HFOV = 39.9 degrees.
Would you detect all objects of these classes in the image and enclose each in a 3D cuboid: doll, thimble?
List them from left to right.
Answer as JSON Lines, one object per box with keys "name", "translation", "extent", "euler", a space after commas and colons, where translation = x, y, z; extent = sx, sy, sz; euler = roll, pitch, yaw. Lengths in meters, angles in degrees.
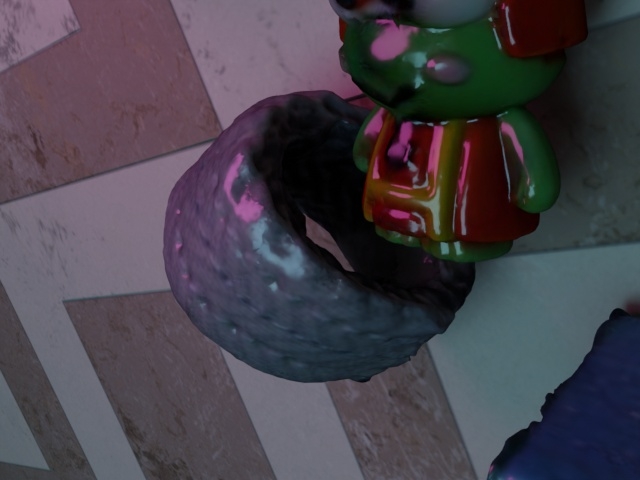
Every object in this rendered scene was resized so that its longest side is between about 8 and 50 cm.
{"name": "thimble", "translation": [0.000, 0.000, 0.745], "extent": [0.245, 0.217, 0.157], "euler": [44, 139, -6]}
{"name": "doll", "translation": [0.091, -0.168, 0.598], "extent": [0.183, 0.160, 0.363], "euler": [23, 127, 52]}

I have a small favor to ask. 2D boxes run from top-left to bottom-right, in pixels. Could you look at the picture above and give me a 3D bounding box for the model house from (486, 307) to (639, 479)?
{"name": "model house", "translation": [0.283, 0.204, 0.592], "extent": [0.303, 0.237, 0.215], "euler": [14, 125, 35]}
